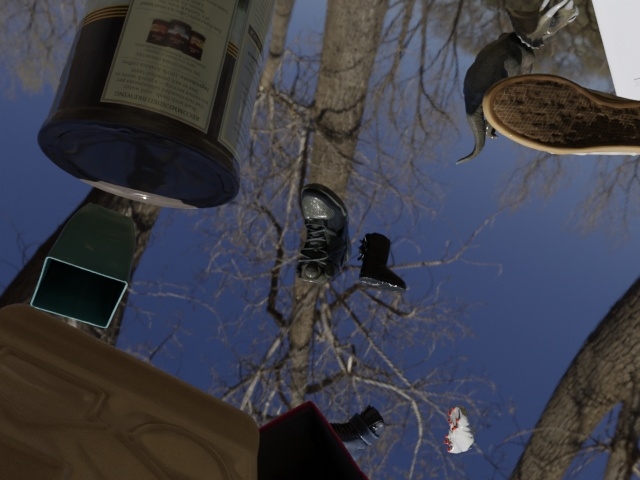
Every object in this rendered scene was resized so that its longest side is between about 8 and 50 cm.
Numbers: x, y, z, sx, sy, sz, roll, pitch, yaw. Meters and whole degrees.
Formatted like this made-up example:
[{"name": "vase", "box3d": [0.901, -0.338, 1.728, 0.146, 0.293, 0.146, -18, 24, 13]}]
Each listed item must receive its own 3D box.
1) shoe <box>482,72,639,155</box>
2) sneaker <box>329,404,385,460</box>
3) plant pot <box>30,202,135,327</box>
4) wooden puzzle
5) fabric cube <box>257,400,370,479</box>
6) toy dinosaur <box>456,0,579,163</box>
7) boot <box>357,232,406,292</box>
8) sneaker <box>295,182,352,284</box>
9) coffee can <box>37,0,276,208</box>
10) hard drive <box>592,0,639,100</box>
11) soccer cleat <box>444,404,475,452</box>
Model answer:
[{"name": "shoe", "box3d": [0.265, -0.123, 0.609, 0.219, 0.076, 0.058, 7, -178, -10]}, {"name": "sneaker", "box3d": [0.070, 0.480, 1.515, 0.226, 0.163, 0.086, 46, -178, -41]}, {"name": "plant pot", "box3d": [-0.511, 0.038, 1.317, 0.166, 0.165, 0.234, 22, -143, -19]}, {"name": "wooden puzzle", "box3d": [-0.203, 0.212, 0.492, 0.322, 0.080, 0.348, 30, -168, -12]}, {"name": "fabric cube", "box3d": [-0.036, 0.417, 0.721, 0.254, 0.258, 0.259, -26, -139, -18]}, {"name": "toy dinosaur", "box3d": [0.297, -0.278, 0.997, 0.121, 0.313, 0.160, 41, 178, 39]}, {"name": "boot", "box3d": [0.127, 0.044, 1.169, 0.121, 0.045, 0.099, 21, -115, -27]}, {"name": "sneaker", "box3d": [0.000, 0.000, 1.141, 0.087, 0.227, 0.130, 10, -130, 21]}, {"name": "coffee can", "box3d": [-0.162, -0.198, 0.641, 0.202, 0.201, 0.275, 14, -109, -14]}, {"name": "hard drive", "box3d": [0.588, -0.347, 0.969, 0.318, 0.210, 0.040, 51, -138, -37]}, {"name": "soccer cleat", "box3d": [0.385, 0.508, 1.584, 0.076, 0.196, 0.068, -6, -140, -5]}]
